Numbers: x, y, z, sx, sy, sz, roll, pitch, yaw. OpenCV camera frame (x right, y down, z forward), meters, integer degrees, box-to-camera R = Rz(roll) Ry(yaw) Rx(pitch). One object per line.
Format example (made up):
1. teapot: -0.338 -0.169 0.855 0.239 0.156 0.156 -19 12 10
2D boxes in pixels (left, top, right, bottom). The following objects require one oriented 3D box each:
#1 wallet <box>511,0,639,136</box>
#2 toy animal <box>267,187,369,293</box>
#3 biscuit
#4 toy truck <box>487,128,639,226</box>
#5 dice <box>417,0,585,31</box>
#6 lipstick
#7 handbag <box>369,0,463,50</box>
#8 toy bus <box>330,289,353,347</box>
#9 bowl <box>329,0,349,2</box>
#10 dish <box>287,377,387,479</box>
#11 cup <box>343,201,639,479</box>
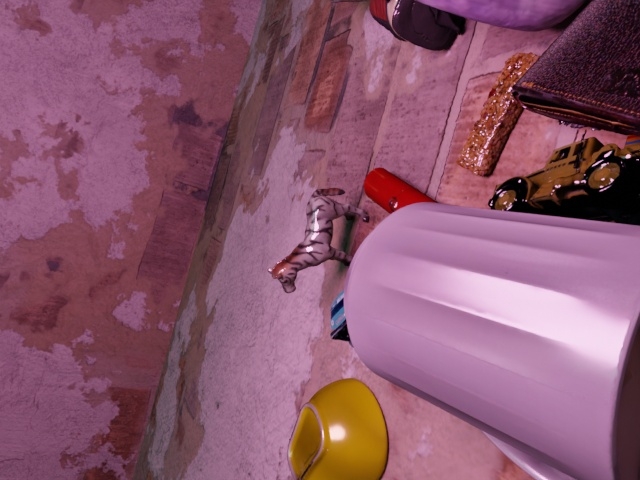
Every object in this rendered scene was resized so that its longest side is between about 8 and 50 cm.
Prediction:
1. wallet: 0.349 -0.219 0.501 0.221 0.071 0.262 -46 23 12
2. toy animal: 0.012 0.012 1.032 0.090 0.170 0.255 -7 53 55
3. biscuit: 0.287 -0.201 0.755 0.199 0.035 0.064 -66 27 16
4. toy truck: 0.325 -0.062 0.530 0.257 0.127 0.127 -19 45 59
5. dice: 0.245 -0.468 0.654 0.270 0.272 0.270 -102 23 -51
6. lipstick: 0.163 -0.068 0.885 0.073 0.073 0.279 -67 27 15
7. handbag: 0.210 -0.512 0.903 0.254 0.181 0.181 -64 27 27
8. toy bus: 0.096 0.136 0.811 0.079 0.160 0.091 -52 33 38
9. bowl: 0.157 -0.707 1.119 0.337 0.158 0.336 -39 44 51
10. dish: 0.008 0.395 0.905 0.262 0.109 0.221 -66 28 17
11. cup: 0.211 0.122 0.525 0.327 0.237 0.322 12 122 54
